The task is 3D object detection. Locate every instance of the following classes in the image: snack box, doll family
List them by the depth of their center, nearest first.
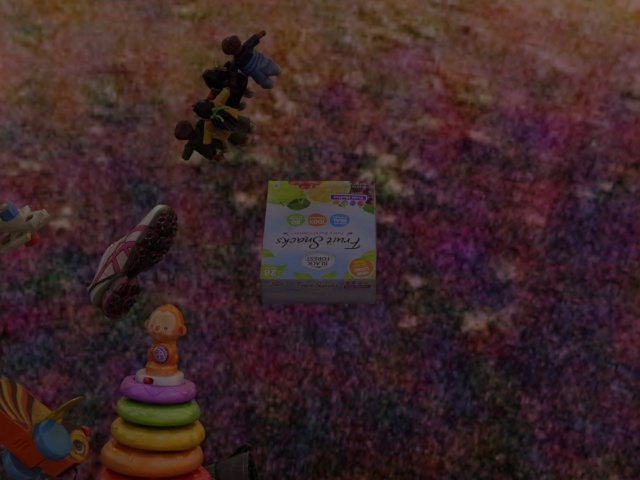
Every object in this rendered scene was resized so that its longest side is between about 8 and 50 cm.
[{"bbox_3d":[-0.124,-0.189,1.279,0.076,0.193,0.111,14,-9,37],"label":"doll family"},{"bbox_3d":[0.000,0.000,1.509,0.175,0.070,0.207,-1,50,2],"label":"snack box"}]

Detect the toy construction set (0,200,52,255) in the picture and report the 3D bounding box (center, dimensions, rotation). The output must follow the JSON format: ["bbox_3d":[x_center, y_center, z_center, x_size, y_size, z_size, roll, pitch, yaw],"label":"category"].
[{"bbox_3d":[-0.612,-0.090,1.602,0.151,0.327,0.215,-1,43,54],"label":"toy construction set"}]

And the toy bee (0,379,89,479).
[{"bbox_3d":[-0.465,0.344,1.639,0.195,0.298,0.162,-15,17,11],"label":"toy bee"}]

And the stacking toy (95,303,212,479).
[{"bbox_3d":[-0.223,0.238,1.346,0.175,0.301,0.166,7,4,26],"label":"stacking toy"}]

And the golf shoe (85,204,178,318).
[{"bbox_3d":[-0.283,0.019,1.423,0.086,0.186,0.067,38,5,31],"label":"golf shoe"}]

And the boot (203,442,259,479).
[{"bbox_3d":[-0.191,0.455,1.497,0.229,0.091,0.263,-14,58,12],"label":"boot"}]
